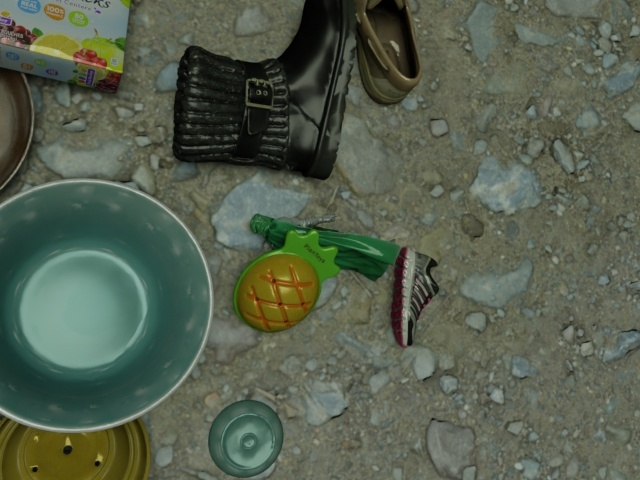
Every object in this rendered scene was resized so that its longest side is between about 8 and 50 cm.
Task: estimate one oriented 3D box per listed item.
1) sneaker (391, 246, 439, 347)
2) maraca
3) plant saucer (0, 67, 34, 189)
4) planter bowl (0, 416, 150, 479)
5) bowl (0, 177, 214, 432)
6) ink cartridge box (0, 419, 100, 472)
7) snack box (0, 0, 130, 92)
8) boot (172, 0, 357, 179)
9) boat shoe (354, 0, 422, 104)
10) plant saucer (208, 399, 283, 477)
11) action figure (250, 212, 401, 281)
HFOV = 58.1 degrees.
[{"bbox_3d":[0.166,0.098,0.981,0.075,0.063,0.170,8,77,-9],"label":"sneaker"},{"bbox_3d":[-0.053,0.064,0.889,0.127,0.099,0.185,39,99,-22],"label":"maraca"},{"bbox_3d":[-0.564,-0.173,0.801,0.311,0.050,0.310,2,84,-16],"label":"plant saucer"},{"bbox_3d":[-0.331,0.283,0.757,0.217,0.090,0.217,11,56,-17],"label":"planter bowl"},{"bbox_3d":[-0.314,0.086,0.776,0.312,0.163,0.311,5,78,-24],"label":"bowl"},{"bbox_3d":[-0.422,0.335,0.783,0.296,0.066,0.261,12,56,-15],"label":"ink cartridge box"},{"bbox_3d":[-0.388,-0.326,0.830,0.207,0.070,0.174,10,71,-26],"label":"snack box"},{"bbox_3d":[-0.087,-0.274,0.909,0.260,0.131,0.347,10,82,-15],"label":"boot"},{"bbox_3d":[0.102,-0.413,0.990,0.122,0.110,0.341,-19,90,-17],"label":"boat shoe"},{"bbox_3d":[-0.114,0.311,0.898,0.119,0.021,0.119,2,83,-16],"label":"plant saucer"},{"bbox_3d":[0.000,0.000,0.927,0.232,0.137,0.063,15,57,-6],"label":"action figure"}]
